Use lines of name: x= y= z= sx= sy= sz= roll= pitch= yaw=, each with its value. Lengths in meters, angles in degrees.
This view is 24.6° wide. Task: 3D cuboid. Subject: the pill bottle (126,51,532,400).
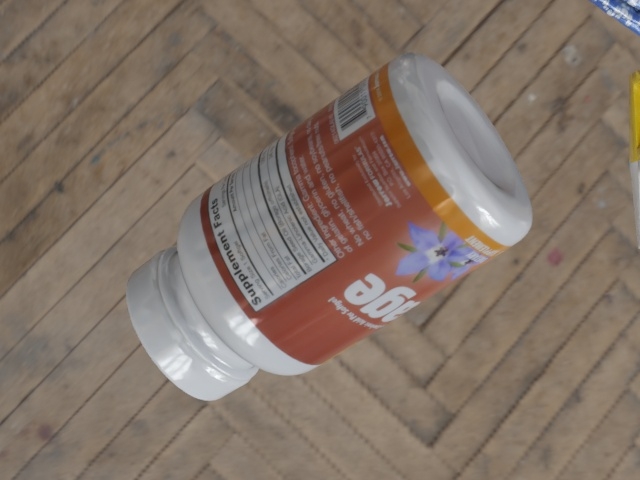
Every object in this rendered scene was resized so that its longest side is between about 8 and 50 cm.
pill bottle: x=0.000 y=0.000 z=0.827 sx=0.216 sy=0.121 sz=0.121 roll=-34 pitch=90 yaw=21

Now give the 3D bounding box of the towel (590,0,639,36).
towel: x=0.207 y=-0.248 z=0.870 sx=0.336 sy=0.040 sz=0.243 roll=23 pitch=82 yaw=-37

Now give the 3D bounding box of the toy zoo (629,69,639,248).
toy zoo: x=0.359 y=-0.088 z=1.494 sx=0.030 sy=0.293 sz=0.192 roll=-3 pitch=90 yaw=-4
